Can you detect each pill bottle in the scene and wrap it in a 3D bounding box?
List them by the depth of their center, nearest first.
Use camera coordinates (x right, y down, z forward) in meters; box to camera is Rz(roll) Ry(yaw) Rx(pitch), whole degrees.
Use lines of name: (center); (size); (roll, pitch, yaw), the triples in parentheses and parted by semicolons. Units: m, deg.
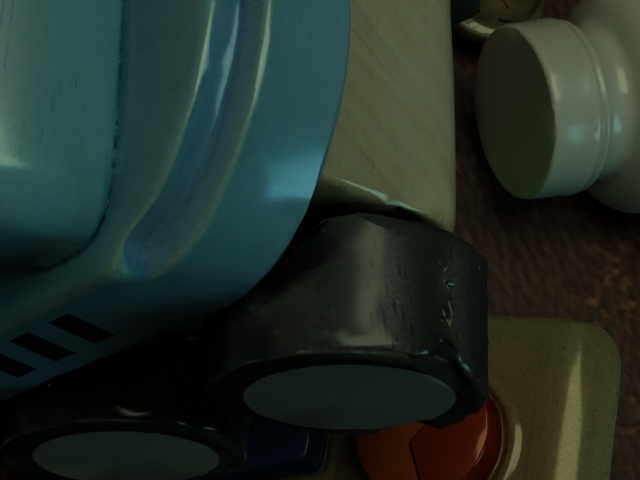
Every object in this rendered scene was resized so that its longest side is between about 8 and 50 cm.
pill bottle: (0.200, -0.080, 0.978); (0.222, 0.124, 0.124); (-9, 69, -20)

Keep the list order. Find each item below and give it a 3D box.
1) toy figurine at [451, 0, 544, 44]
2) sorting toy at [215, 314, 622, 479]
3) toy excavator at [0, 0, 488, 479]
toy figurine: (0.125, -0.232, 1.020); (0.213, 0.148, 0.209); (-26, 70, -23)
sorting toy: (-0.003, 0.172, 0.782); (0.229, 0.041, 0.307); (2, 69, 21)
toy excavator: (-0.212, -0.049, 0.716); (0.445, 0.433, 0.222); (20, 62, -36)
